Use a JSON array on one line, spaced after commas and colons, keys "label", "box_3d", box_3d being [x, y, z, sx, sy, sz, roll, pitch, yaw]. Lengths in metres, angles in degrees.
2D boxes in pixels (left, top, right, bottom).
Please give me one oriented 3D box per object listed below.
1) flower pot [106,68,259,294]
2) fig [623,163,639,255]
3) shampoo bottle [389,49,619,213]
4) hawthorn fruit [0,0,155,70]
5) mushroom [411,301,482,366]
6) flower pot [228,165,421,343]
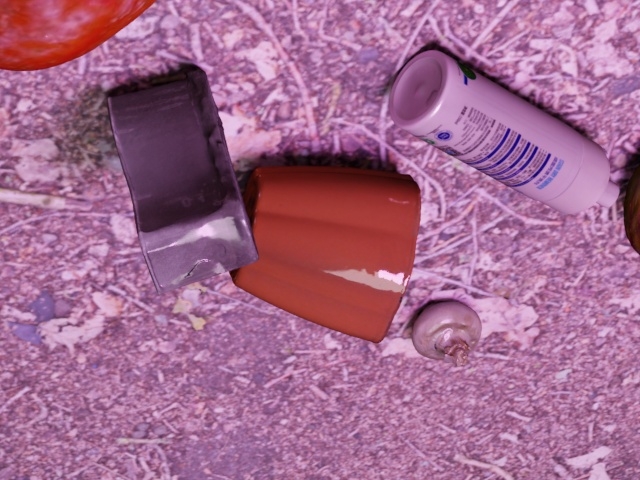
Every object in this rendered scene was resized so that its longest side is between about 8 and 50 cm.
[{"label": "flower pot", "box_3d": [-0.137, -0.061, 1.951, 0.108, 0.229, 0.103, -18, 144, -1]}, {"label": "fig", "box_3d": [0.401, -0.084, 2.167, 0.149, 0.149, 0.245, -12, 119, -3]}, {"label": "shampoo bottle", "box_3d": [0.211, -0.103, 2.105, 0.303, 0.092, 0.092, 24, 124, -35]}, {"label": "hawthorn fruit", "box_3d": [-0.253, -0.283, 1.680, 0.284, 0.284, 0.284, -8, 136, -8]}, {"label": "mushroom", "box_3d": [0.151, 0.117, 2.321, 0.085, 0.079, 0.085, -9, 140, -7]}, {"label": "flower pot", "box_3d": [0.000, 0.000, 2.101, 0.173, 0.191, 0.191, 14, 130, -13]}]
